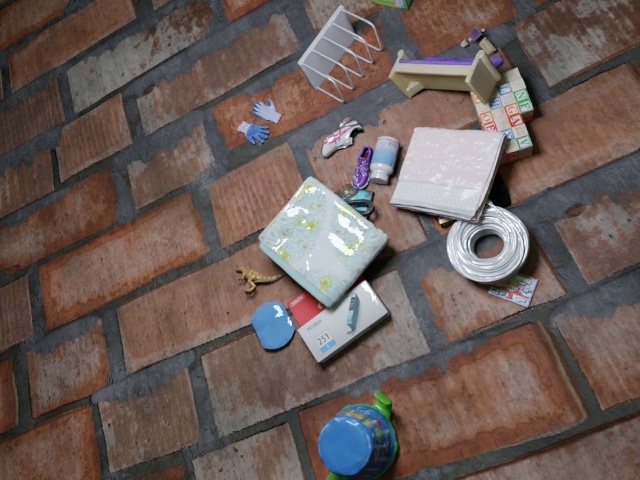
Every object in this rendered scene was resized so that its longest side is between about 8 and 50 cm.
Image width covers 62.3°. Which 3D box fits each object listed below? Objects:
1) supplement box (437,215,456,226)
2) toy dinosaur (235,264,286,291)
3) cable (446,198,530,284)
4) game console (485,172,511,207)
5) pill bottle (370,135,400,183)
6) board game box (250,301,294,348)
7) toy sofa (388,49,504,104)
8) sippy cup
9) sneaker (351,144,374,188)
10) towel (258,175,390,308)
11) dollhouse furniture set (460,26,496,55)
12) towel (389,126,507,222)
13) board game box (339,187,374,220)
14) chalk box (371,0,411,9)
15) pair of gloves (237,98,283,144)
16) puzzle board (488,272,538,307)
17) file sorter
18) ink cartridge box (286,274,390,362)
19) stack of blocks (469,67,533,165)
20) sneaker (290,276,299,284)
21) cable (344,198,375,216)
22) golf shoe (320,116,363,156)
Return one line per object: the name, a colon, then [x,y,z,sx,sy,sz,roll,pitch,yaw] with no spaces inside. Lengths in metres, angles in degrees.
supplement box: [0.424,-0.095,1.814,0.055,0.043,0.083,-19,70,14]
toy dinosaur: [-0.244,0.141,1.973,0.212,0.064,0.112,15,78,23]
cable: [0.539,0.015,1.711,0.257,0.089,0.257,38,91,29]
game console: [0.568,-0.158,1.800,0.122,0.071,0.107,-18,39,13]
pill bottle: [0.229,-0.289,1.919,0.087,0.087,0.160,11,78,22]
board game box: [-0.168,0.306,1.914,0.133,0.033,0.168,-30,72,4]
toy sofa: [0.434,-0.595,1.839,0.363,0.150,0.177,22,86,46]
sippy cup: [0.101,0.619,1.617,0.240,0.224,0.305,-4,72,18]
sneaker: [0.150,-0.273,1.952,0.069,0.071,0.169,9,78,22]
towel: [0.000,0.000,1.834,0.374,0.090,0.320,41,95,19]
dollhouse furniture set: [0.599,-0.728,1.963,0.114,0.091,0.081,50,52,3]
towel: [0.421,-0.235,1.787,0.332,0.053,0.316,14,79,36]
board game box: [0.117,-0.097,1.935,0.126,0.026,0.186,8,77,21]
chalk box: [0.306,-1.011,2.085,0.213,0.132,0.132,22,82,25]
pair of gloves: [-0.249,-0.495,2.189,0.159,0.023,0.198,32,87,25]
puzzle board: [0.614,0.147,1.692,0.128,0.011,0.096,20,82,23]
file sorter: [0.086,-0.708,2.042,0.173,0.193,0.277,35,88,23]
ink cartridge box: [0.048,0.234,1.839,0.296,0.066,0.261,-37,67,6]
stack of blocks: [0.634,-0.420,1.813,0.171,0.087,0.296,-16,69,15]
sneaker: [-0.079,0.066,1.931,0.066,0.071,0.188,8,76,21]
cable: [0.058,-0.115,1.932,0.288,0.072,0.139,-7,52,13]
golf shoe: [0.078,-0.384,2.013,0.186,0.067,0.086,-47,66,1]
